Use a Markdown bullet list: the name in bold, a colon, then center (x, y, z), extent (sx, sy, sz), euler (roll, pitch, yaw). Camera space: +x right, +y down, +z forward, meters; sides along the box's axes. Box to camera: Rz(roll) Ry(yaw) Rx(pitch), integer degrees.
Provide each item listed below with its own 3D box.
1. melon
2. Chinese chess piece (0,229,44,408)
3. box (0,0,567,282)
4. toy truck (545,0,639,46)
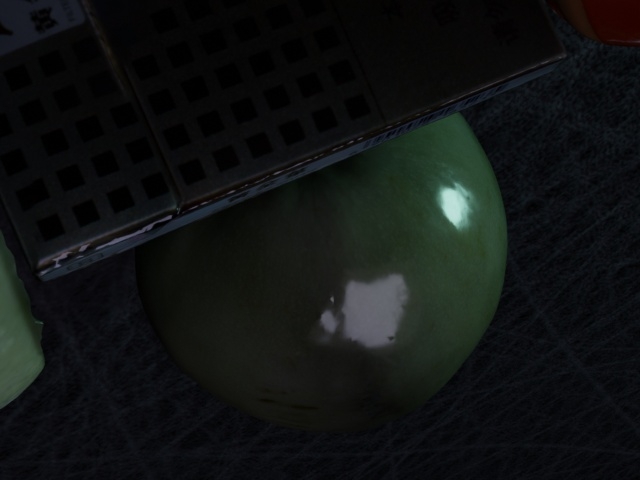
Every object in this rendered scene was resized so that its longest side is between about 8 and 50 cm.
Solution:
- **melon**: center (0.003, 0.006, 0.962), extent (0.272, 0.271, 0.308), euler (-35, 155, 13)
- **Chinese chess piece**: center (-0.224, -0.022, 0.713), extent (0.101, 0.250, 0.250), euler (-22, 151, -13)
- **box**: center (-0.043, -0.120, 0.791), extent (0.325, 0.180, 0.047), euler (-23, 176, -10)
- **toy truck**: center (0.236, -0.212, 0.771), extent (0.264, 0.239, 0.189), euler (-69, 153, -14)
